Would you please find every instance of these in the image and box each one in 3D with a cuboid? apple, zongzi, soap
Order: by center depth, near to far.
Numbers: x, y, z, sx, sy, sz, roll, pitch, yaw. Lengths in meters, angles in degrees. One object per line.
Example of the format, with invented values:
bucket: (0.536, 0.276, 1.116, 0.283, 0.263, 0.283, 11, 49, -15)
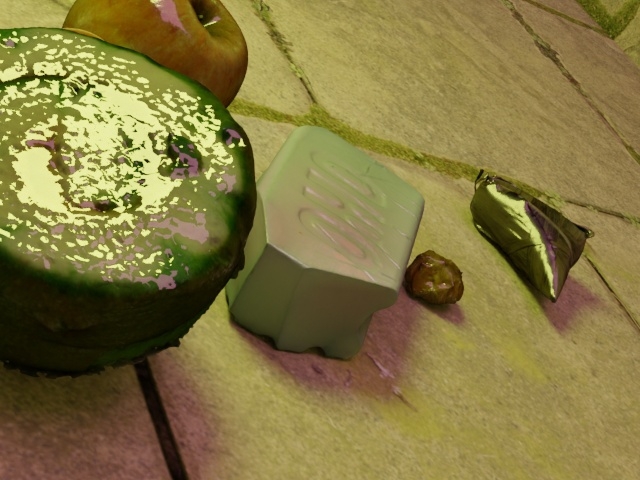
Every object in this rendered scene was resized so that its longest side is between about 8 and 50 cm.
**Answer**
soap: (0.000, 0.000, 1.453, 0.208, 0.115, 0.347, 33, 28, -4)
apple: (-0.215, -0.234, 1.515, 0.237, 0.207, 0.237, 40, 31, -30)
zongzi: (0.295, -0.001, 1.820, 0.205, 0.094, 0.204, 34, 36, 5)

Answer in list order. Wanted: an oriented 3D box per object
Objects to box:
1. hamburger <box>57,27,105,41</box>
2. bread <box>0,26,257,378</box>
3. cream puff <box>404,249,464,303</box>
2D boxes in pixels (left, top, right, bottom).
hamburger: (-0.308, -0.157, 1.335, 0.210, 0.116, 0.173, -25, 74, -43)
bread: (-0.253, -0.049, 1.090, 0.382, 0.129, 0.366, -4, 48, -20)
cream puff: (0.157, 0.051, 1.607, 0.083, 0.058, 0.083, 45, 31, 14)
